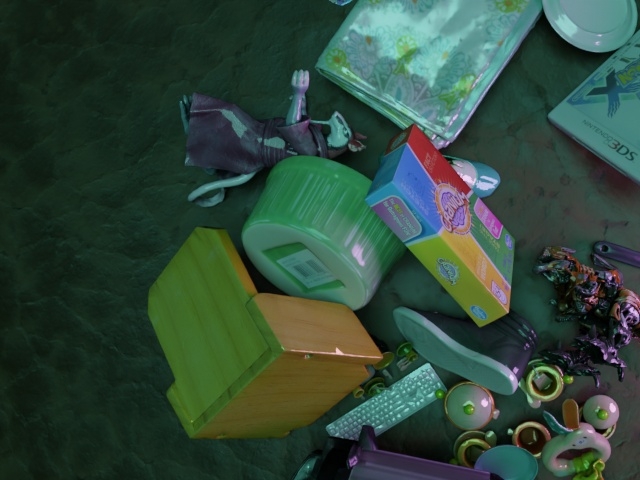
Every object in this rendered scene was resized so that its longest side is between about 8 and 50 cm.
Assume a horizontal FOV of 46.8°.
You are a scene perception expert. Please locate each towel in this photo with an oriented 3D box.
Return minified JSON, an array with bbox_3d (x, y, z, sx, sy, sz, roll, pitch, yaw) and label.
[{"bbox_3d":[0.215,-0.402,1.461,0.321,0.090,0.374,35,89,7],"label":"towel"}]

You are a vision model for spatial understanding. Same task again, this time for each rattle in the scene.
[{"bbox_3d":[0.459,0.397,1.316,0.130,0.199,0.142,2,47,18],"label":"rattle"}]

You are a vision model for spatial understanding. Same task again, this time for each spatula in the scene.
[{"bbox_3d":[0.668,0.057,1.411,0.297,0.030,0.084,18,95,10],"label":"spatula"}]

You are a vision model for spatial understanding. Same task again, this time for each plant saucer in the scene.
[{"bbox_3d":[0.352,0.429,1.409,0.119,0.021,0.119,1,118,3],"label":"plant saucer"}]

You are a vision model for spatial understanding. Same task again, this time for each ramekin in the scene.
[{"bbox_3d":[0.000,0.000,1.386,0.304,0.303,0.148,25,60,10],"label":"ramekin"}]

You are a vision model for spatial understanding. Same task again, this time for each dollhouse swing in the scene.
[{"bbox_3d":[-0.127,0.176,1.444,0.347,0.315,0.304,-48,46,36],"label":"dollhouse swing"}]

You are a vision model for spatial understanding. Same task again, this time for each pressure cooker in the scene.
[{"bbox_3d":[0.116,0.560,1.327,0.421,0.370,0.375,7,119,13],"label":"pressure cooker"}]

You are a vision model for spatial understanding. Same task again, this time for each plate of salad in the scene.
[{"bbox_3d":[0.516,-0.449,1.429,0.200,0.048,0.199,3,75,-9],"label":"plate of salad"}]

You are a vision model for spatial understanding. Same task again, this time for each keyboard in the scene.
[{"bbox_3d":[0.134,0.347,1.516,0.256,0.014,0.072,-34,83,9],"label":"keyboard"}]

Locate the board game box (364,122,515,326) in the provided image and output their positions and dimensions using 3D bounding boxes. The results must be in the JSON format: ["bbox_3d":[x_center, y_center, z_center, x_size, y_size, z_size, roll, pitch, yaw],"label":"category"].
[{"bbox_3d":[0.227,-0.033,1.339,0.064,0.242,0.316,-34,108,32],"label":"board game box"}]

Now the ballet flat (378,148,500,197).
[{"bbox_3d":[0.233,-0.135,1.468,0.248,0.087,0.083,13,90,10],"label":"ballet flat"}]

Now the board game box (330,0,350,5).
[{"bbox_3d":[0.064,-0.577,1.536,0.169,0.033,0.133,-26,85,9],"label":"board game box"}]

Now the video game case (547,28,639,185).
[{"bbox_3d":[0.628,-0.268,1.334,0.329,0.036,0.300,-43,43,7],"label":"video game case"}]

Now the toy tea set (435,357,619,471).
[{"bbox_3d":[0.390,0.336,1.411,0.336,0.124,0.199,-19,86,10],"label":"toy tea set"}]

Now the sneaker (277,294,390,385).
[{"bbox_3d":[0.003,0.198,1.502,0.272,0.100,0.108,32,100,9],"label":"sneaker"}]

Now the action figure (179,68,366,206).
[{"bbox_3d":[-0.094,-0.185,1.451,0.370,0.248,0.275,8,91,13],"label":"action figure"}]

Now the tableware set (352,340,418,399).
[{"bbox_3d":[0.129,0.263,1.469,0.154,0.104,0.024,-36,48,0],"label":"tableware set"}]

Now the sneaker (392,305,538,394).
[{"bbox_3d":[0.289,0.179,1.447,0.296,0.104,0.147,26,53,38],"label":"sneaker"}]

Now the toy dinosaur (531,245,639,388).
[{"bbox_3d":[0.533,0.143,1.376,0.322,0.164,0.218,28,63,23],"label":"toy dinosaur"}]
